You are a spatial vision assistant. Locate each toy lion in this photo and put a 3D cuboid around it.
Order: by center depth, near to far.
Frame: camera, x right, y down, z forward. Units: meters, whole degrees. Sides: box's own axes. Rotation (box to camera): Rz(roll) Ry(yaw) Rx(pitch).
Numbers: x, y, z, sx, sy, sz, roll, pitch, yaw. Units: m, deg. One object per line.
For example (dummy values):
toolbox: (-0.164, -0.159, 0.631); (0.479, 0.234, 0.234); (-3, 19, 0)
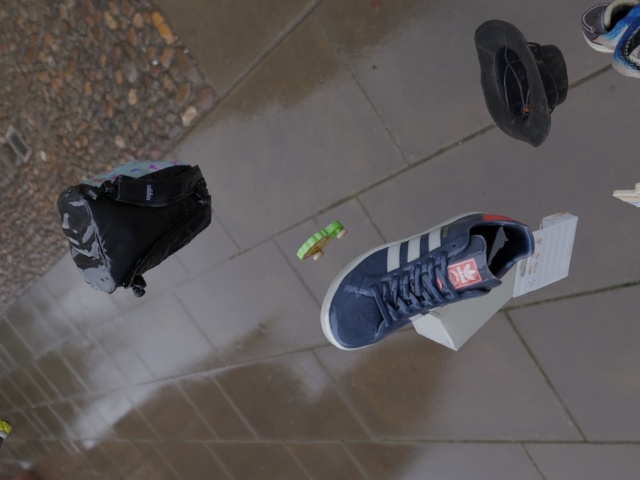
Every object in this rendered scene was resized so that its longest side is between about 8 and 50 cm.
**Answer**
toy lion: (0.000, 0.000, 1.109); (0.034, 0.100, 0.096); (48, -177, 12)

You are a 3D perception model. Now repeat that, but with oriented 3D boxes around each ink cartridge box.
ink cartridge box: (0.456, 0.028, 1.237); (0.045, 0.179, 0.145); (33, 130, 52)

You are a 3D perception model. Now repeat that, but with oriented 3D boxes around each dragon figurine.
dragon figurine: (0.331, -0.221, 0.525); (0.085, 0.289, 0.144); (45, 132, 22)

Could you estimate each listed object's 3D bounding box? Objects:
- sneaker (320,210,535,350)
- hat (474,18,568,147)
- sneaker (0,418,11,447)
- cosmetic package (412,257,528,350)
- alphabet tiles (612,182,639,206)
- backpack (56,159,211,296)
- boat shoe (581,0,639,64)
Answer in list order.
sneaker: (0.165, 0.052, 0.865); (0.148, 0.350, 0.131); (8, 126, 64)
hat: (0.491, -0.387, 1.387); (0.331, 0.134, 0.331); (157, 90, -89)
sneaker: (-0.218, 0.110, 0.332); (0.031, 0.035, 0.083); (-19, 144, 39)
cosmetic package: (0.385, 0.126, 1.536); (0.160, 0.309, 0.113); (17, 141, 59)
alphabet tiles: (0.691, -0.063, 1.054); (0.278, 0.284, 0.021); (7, 86, 54)
backpack: (-0.223, -0.037, 0.733); (0.115, 0.182, 0.152); (16, 124, 28)
boat shoe: (0.528, -0.376, 1.024); (0.103, 0.285, 0.092); (-31, 118, 19)
